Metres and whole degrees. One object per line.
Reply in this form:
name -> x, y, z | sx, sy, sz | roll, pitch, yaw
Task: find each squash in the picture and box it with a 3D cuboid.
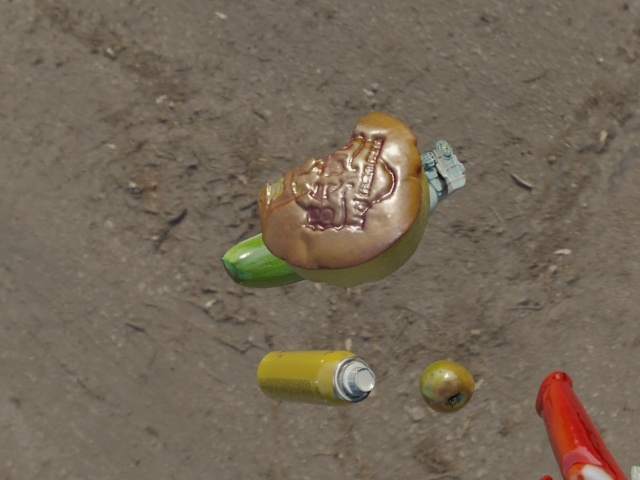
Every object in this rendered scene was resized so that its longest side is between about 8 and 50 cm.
squash -> 0.001, 0.001, 1.162 | 0.082, 0.292, 0.082 | 44, 146, 42

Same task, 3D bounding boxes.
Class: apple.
apple -> 0.208, 0.239, 1.405 | 0.089, 0.089, 0.074 | -41, 29, 23

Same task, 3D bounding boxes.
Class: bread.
bread -> 0.028, -0.024, 0.729 | 0.156, 0.086, 0.125 | -33, 56, 2

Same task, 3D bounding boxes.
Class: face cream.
face cream -> -0.005, 0.263, 1.642 | 0.348, 0.104, 0.105 | -13, 81, 61

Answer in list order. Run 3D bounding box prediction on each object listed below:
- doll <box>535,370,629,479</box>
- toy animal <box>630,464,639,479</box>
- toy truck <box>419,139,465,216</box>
doll -> 0.226, 0.228, 0.558 | 0.188, 0.384, 0.099 | 18, 116, 4
toy animal -> 0.356, 0.334, 1.043 | 0.219, 0.155, 0.095 | 8, 103, 54
toy truck -> 0.205, -0.110, 1.776 | 0.108, 0.256, 0.140 | -37, 80, 40
